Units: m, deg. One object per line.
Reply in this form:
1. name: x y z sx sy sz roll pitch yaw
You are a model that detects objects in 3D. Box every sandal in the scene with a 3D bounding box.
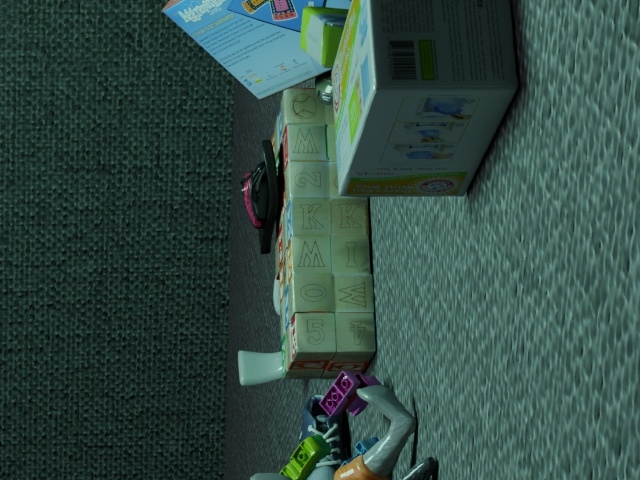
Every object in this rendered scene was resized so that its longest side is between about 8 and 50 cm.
1. sandal: -0.071 -0.044 2.070 0.179 0.040 0.067 99 169 -54

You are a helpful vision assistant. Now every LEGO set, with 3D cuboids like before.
1. LEGO set: 0.021 0.237 1.872 0.087 0.093 0.227 48 121 25

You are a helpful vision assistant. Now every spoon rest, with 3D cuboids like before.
1. spoon rest: -0.032 0.099 2.417 0.276 0.084 0.137 120 151 -49

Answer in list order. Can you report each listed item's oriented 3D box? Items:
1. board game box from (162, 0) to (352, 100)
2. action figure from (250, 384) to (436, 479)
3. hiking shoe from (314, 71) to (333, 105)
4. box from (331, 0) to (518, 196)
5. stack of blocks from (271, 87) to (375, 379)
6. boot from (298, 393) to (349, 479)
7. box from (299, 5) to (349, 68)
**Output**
1. board game box: -0.042 -0.220 1.818 0.027 0.145 0.281 -57 20 -23
2. action figure: 0.011 0.341 1.637 0.341 0.178 0.330 -51 -37 -60
3. hiking shoe: 0.023 -0.242 1.928 0.227 0.086 0.114 -110 28 -45
4. box: 0.072 -0.119 1.371 0.203 0.103 0.114 107 161 -68
5. stack of blocks: 0.000 0.000 2.027 0.171 0.087 0.297 111 158 -71
6. boot: -0.001 0.248 2.108 0.190 0.069 0.086 -106 14 -71
7. box: 0.046 -0.169 1.557 0.178 0.109 0.042 -119 34 -76
